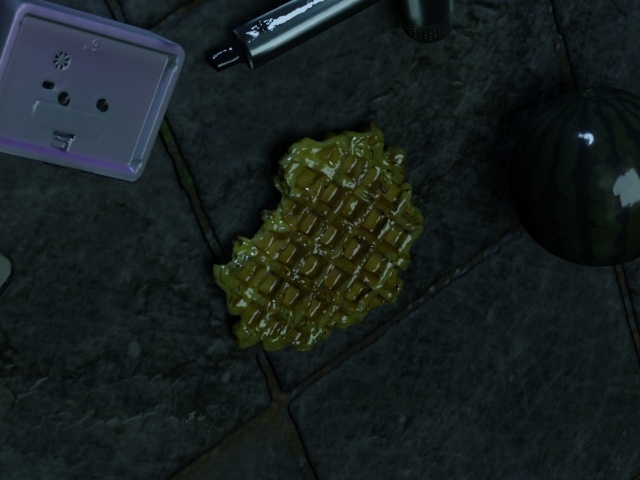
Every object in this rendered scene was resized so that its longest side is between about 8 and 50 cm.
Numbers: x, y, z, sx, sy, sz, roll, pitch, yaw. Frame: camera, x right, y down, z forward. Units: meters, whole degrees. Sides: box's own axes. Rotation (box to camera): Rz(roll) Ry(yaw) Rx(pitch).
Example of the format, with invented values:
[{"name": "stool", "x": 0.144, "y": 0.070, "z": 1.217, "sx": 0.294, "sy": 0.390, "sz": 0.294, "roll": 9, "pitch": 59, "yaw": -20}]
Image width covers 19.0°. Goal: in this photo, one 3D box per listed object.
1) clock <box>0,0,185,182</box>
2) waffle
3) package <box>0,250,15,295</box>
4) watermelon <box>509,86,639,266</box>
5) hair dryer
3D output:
[{"name": "clock", "x": -0.246, "y": -0.148, "z": 1.858, "sx": 0.197, "sy": 0.063, "sz": 0.150, "roll": 12, "pitch": 104, "yaw": -40}, {"name": "waffle", "x": -0.001, "y": -0.001, "z": 2.122, "sx": 0.291, "sy": 0.051, "sz": 0.291, "roll": -16, "pitch": 121, "yaw": -29}, {"name": "package", "x": -0.412, "y": 0.076, "z": 1.858, "sx": 0.232, "sy": 0.040, "sz": 0.166, "roll": -50, "pitch": 132, "yaw": -6}, {"name": "watermelon", "x": 0.321, "y": -0.076, "z": 2.226, "sx": 0.212, "sy": 0.212, "sz": 0.212, "roll": -16, "pitch": 120, "yaw": -31}, {"name": "hair dryer", "x": 0.034, "y": -0.276, "z": 1.928, "sx": 0.284, "sy": 0.156, "sz": 0.320, "roll": -38, "pitch": 149, "yaw": -25}]
